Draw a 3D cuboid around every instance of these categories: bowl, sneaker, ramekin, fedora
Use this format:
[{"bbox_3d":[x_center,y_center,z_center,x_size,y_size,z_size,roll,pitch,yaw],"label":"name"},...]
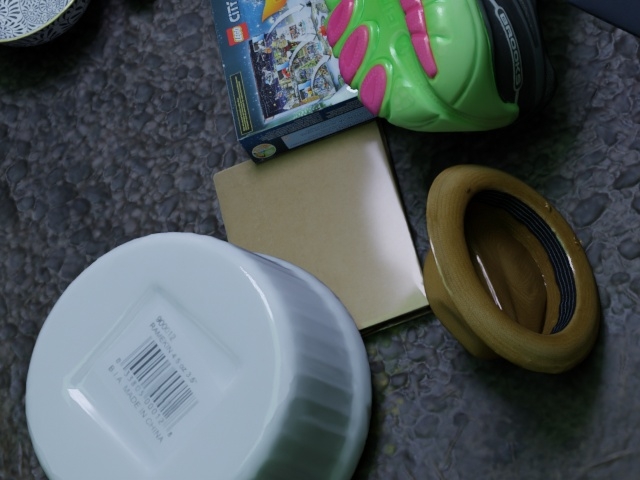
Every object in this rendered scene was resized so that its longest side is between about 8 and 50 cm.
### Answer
[{"bbox_3d":[-0.286,-0.255,1.637,0.170,0.080,0.170,-8,66,18],"label":"bowl"},{"bbox_3d":[0.087,-0.293,1.458,0.185,0.202,0.483,-33,56,40],"label":"sneaker"},{"bbox_3d":[-0.109,0.127,1.360,0.277,0.135,0.277,-7,71,23],"label":"ramekin"},{"bbox_3d":[0.141,0.032,1.337,0.079,0.194,0.194,-43,52,42],"label":"fedora"}]

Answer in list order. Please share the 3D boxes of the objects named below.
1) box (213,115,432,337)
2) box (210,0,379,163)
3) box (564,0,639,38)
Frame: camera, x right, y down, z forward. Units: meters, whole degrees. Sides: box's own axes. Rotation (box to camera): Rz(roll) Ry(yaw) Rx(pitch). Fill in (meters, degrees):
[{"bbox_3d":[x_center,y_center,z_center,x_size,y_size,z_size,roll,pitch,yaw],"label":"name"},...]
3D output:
[{"bbox_3d":[0.000,0.000,1.456,0.164,0.021,0.201,-21,62,11],"label":"box"},{"bbox_3d":[-0.015,-0.200,1.521,0.159,0.044,0.233,-20,57,12],"label":"box"},{"bbox_3d":[0.398,-0.234,1.236,0.296,0.183,0.294,31,40,28],"label":"box"}]
